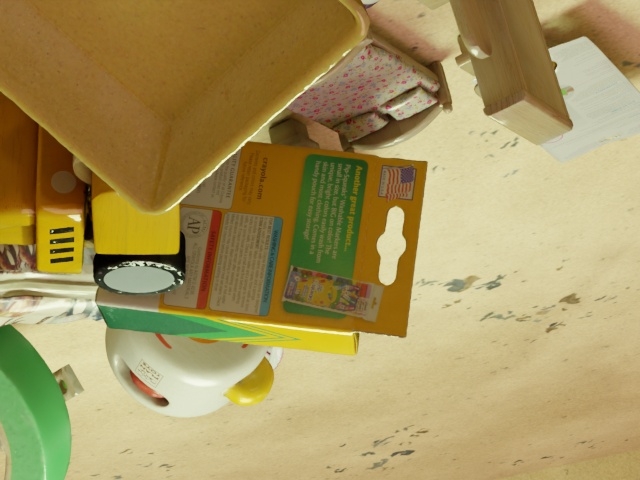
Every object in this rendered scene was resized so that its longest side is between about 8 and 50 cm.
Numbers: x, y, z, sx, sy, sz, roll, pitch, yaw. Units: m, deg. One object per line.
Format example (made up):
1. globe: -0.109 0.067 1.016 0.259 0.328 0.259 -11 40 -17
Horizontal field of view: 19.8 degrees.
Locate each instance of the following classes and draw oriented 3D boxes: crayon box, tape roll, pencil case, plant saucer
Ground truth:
1. crayon box: -0.058 0.005 1.936 0.322 0.203 0.083 6 159 6
2. tape roll: -0.445 0.214 2.096 0.321 0.321 0.077 -26 -168 27
3. pencil case: -0.265 0.027 2.039 0.410 0.160 0.183 2 -169 -36
4. plant saucer: -0.158 -0.216 1.448 0.332 0.081 0.333 41 136 -11

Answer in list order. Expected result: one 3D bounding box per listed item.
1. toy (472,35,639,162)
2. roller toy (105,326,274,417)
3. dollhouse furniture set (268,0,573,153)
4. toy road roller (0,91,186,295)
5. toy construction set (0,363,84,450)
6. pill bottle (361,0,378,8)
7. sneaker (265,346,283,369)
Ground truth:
1. toy: 0.279 -0.172 2.059 0.136 0.056 0.237 -21 153 25
2. roller toy: -0.162 0.113 2.283 0.191 0.209 0.146 1 154 -21
3. dollhouse furniture set: 0.047 -0.134 1.843 0.355 0.174 0.303 -25 156 24
4. toy road roller: -0.244 -0.082 1.764 0.240 0.203 0.329 1 157 -8
5. toy construction set: -0.405 0.142 2.256 0.237 0.257 0.309 -18 144 -45
6. pill bottle: 0.034 -0.283 1.475 0.301 0.169 0.169 -29 155 31
7. sneaker: -0.086 0.126 2.564 0.077 0.072 0.178 8 144 -20
